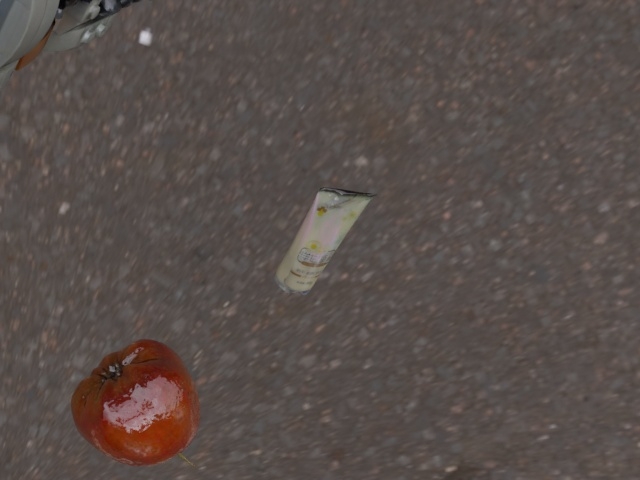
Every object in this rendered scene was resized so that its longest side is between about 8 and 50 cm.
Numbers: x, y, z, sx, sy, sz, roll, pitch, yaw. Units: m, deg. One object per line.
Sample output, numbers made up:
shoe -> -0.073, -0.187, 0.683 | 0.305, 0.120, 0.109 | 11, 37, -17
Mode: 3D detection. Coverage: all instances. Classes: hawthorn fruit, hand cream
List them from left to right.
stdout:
hawthorn fruit -> -0.177, 0.168, 1.495 | 0.125, 0.125, 0.140 | -6, 100, -14
hand cream -> 0.000, 0.000, 1.489 | 0.061, 0.143, 0.039 | 7, 47, -25

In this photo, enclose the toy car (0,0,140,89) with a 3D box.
toy car -> -0.181, -0.200, 1.043 | 0.118, 0.301, 0.193 | 37, 118, 7
